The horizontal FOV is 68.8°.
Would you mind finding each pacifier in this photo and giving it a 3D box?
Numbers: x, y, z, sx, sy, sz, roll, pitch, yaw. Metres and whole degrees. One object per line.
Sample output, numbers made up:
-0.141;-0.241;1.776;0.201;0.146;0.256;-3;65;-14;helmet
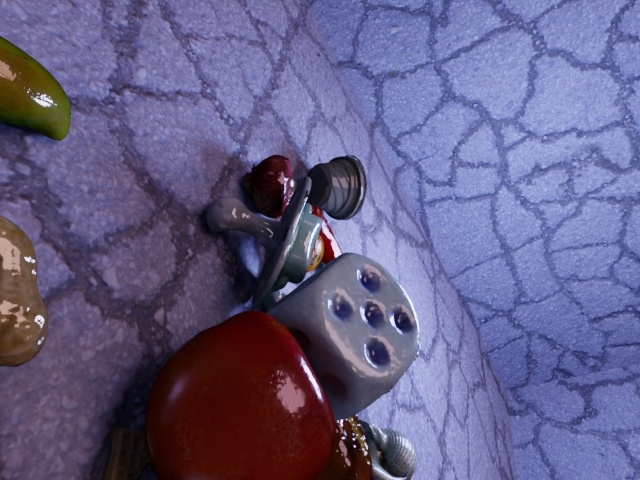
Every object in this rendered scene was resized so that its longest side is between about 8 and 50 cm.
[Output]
-0.144;-0.017;1.124;0.269;0.288;0.343;25;61;-9;pacifier

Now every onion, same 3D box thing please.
-0.143;-0.154;1.295;0.184;0.147;0.183;-168;-90;-89;onion

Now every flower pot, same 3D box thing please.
0.037;-0.183;1.592;0.141;0.235;0.235;3;65;-38;flower pot

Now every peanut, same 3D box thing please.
-0.427;0.054;0.612;0.103;0.098;0.229;76;-6;-79;peanut

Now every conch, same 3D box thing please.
0.164;0.593;1.284;0.200;0.131;0.172;33;47;18;conch

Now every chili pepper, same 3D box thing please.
0.000;0.000;1.463;0.387;0.110;0.110;57;27;-27;chili pepper

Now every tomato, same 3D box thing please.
-0.122;0.288;0.760;0.290;0.293;0.325;40;-23;28;tomato

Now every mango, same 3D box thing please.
-0.483;-0.236;0.722;0.233;0.111;0.125;53;41;-53;mango

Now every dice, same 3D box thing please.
0.031;0.203;1.012;0.262;0.268;0.265;51;46;2;dice

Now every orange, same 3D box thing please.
-0.056;0.024;1.317;0.117;0.135;0.136;38;18;20;orange

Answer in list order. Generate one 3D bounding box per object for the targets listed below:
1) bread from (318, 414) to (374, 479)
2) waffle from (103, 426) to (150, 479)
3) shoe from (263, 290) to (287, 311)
0.030;0.493;1.097;0.246;0.135;0.232;67;13;8;bread
-0.288;0.368;0.709;0.097;0.023;0.152;42;34;-40;waffle
-0.049;0.227;1.198;0.251;0.100;0.103;57;27;-16;shoe
